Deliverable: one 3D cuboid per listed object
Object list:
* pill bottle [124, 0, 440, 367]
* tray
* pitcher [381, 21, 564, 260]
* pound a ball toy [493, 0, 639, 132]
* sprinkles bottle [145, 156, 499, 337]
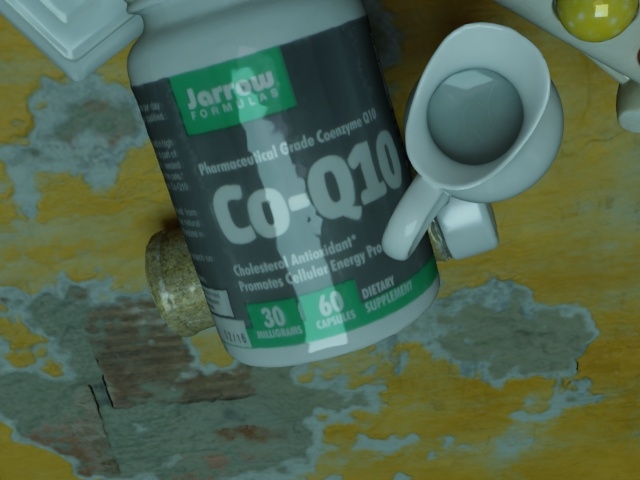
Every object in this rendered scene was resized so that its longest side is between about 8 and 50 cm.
[{"bbox_3d":[-0.040,-0.096,0.802,0.204,0.204,0.361,-15,104,11],"label":"pill bottle"},{"bbox_3d":[-0.263,-0.261,0.833,0.145,0.030,0.270,-31,124,23],"label":"tray"},{"bbox_3d":[0.109,-0.069,0.737,0.125,0.207,0.178,34,101,9],"label":"pitcher"},{"bbox_3d":[0.198,-0.178,0.708,0.319,0.136,0.208,24,154,-21],"label":"pound a ball toy"},{"bbox_3d":[0.000,0.000,0.997,0.355,0.121,0.121,-17,128,12],"label":"sprinkles bottle"}]
